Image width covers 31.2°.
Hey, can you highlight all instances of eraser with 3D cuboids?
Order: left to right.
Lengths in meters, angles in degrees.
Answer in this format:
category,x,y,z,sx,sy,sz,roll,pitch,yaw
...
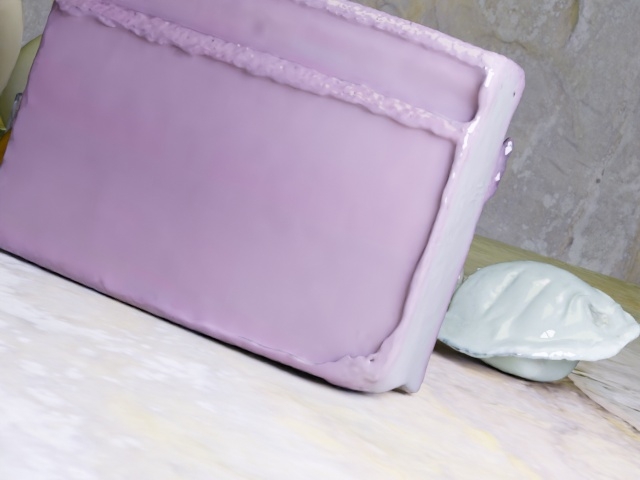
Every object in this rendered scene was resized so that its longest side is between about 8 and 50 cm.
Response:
category,x,y,z,sx,sy,sz,roll,pitch,yaw
eraser,-0.056,-0.062,0.887,0.359,0.272,0.122,22,5,20

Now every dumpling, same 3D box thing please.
category,x,y,z,sx,sy,sz,roll,pitch,yaw
dumpling,0.201,0.093,1.136,0.219,0.152,0.108,5,-45,29

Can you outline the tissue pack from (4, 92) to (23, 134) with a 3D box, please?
category,x,y,z,sx,sy,sz,roll,pitch,yaw
tissue pack,-0.273,-0.090,1.230,0.051,0.112,0.156,20,6,28

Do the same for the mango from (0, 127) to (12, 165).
category,x,y,z,sx,sy,sz,roll,pitch,yaw
mango,-0.244,-0.056,1.125,0.163,0.089,0.111,23,24,-37

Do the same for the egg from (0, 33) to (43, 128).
category,x,y,z,sx,sy,sz,roll,pitch,yaw
egg,-0.287,-0.180,1.516,0.269,0.219,0.219,15,7,-18

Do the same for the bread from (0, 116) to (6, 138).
category,x,y,z,sx,sy,sz,roll,pitch,yaw
bread,-0.475,-0.165,1.673,0.267,0.040,0.267,18,6,-2

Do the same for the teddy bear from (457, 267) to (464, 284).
category,x,y,z,sx,sy,sz,roll,pitch,yaw
teddy bear,0.074,-0.019,1.370,0.256,0.267,0.156,0,-26,-42

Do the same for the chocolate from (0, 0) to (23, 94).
category,x,y,z,sx,sy,sz,roll,pitch,yaw
chocolate,-0.450,-0.222,1.154,0.297,0.314,0.326,50,-14,41
